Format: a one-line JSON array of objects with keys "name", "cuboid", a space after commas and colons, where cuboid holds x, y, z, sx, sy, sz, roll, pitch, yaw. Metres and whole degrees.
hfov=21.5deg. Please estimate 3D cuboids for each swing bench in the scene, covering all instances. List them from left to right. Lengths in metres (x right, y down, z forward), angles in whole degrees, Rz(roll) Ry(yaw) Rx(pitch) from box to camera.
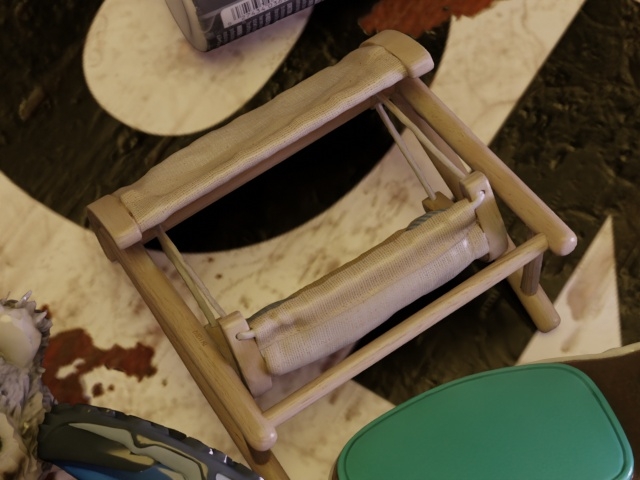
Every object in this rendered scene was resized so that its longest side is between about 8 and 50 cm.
[{"name": "swing bench", "cuboid": [0.000, 0.000, 1.183, 0.253, 0.165, 0.254, -32, 69, -10]}]

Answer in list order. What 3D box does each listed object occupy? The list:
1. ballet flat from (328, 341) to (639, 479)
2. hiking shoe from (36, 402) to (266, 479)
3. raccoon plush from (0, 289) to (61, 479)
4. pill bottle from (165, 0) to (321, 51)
[{"name": "ballet flat", "cuboid": [0.207, 0.137, 1.134, 0.400, 0.139, 0.139, -21, 67, -3]}, {"name": "hiking shoe", "cuboid": [-0.064, 0.216, 1.087, 0.304, 0.113, 0.132, 33, 78, -6]}, {"name": "raccoon plush", "cuboid": [-0.377, 0.080, 1.159, 0.299, 0.216, 0.446, -34, 65, -24]}, {"name": "pill bottle", "cuboid": [-0.010, -0.251, 1.310, 0.246, 0.130, 0.130, -26, 68, -8]}]
